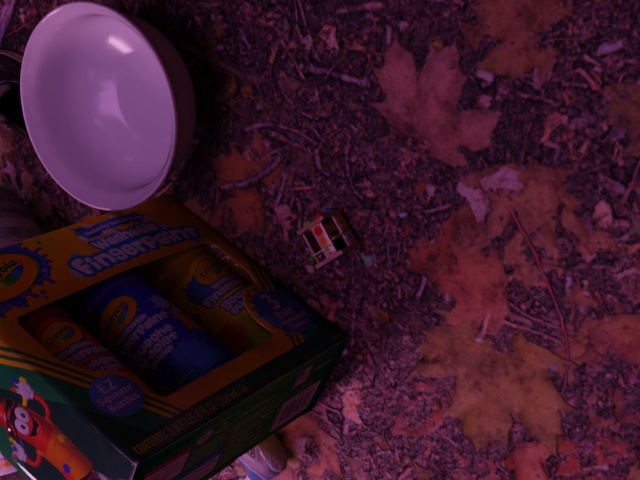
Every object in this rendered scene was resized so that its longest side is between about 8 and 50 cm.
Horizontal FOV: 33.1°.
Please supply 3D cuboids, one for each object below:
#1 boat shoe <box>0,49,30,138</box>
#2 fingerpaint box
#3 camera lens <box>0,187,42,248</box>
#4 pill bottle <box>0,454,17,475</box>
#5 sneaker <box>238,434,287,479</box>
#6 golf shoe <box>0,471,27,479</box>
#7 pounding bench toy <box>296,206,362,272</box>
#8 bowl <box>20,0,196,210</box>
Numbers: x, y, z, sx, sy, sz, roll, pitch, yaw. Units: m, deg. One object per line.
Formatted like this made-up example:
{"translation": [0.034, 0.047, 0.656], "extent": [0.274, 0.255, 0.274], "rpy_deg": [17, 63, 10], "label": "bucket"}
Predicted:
{"translation": [-0.485, -0.227, 1.705], "extent": [0.285, 0.092, 0.102], "rpy_deg": [29, 120, 25], "label": "boat shoe"}
{"translation": [-0.240, 0.140, 1.433], "extent": [0.371, 0.445, 0.163], "rpy_deg": [37, 122, 21], "label": "fingerpaint box"}
{"translation": [-0.534, 0.080, 1.737], "extent": [0.219, 0.219, 0.274], "rpy_deg": [-41, 65, 37], "label": "camera lens"}
{"translation": [-0.566, 0.262, 1.886], "extent": [0.152, 0.152, 0.272], "rpy_deg": [-14, 96, 37], "label": "pill bottle"}
{"translation": [-0.141, 0.262, 1.622], "extent": [0.086, 0.085, 0.237], "rpy_deg": [-33, 88, 18], "label": "sneaker"}
{"translation": [-0.484, 0.475, 1.931], "extent": [0.306, 0.140, 0.115], "rpy_deg": [23, 121, 2], "label": "golf shoe"}
{"translation": [0.000, 0.000, 1.464], "extent": [0.083, 0.052, 0.065], "rpy_deg": [-33, 85, 38], "label": "pounding bench toy"}
{"translation": [-0.281, -0.199, 1.545], "extent": [0.298, 0.134, 0.297], "rpy_deg": [11, 111, 32], "label": "bowl"}
